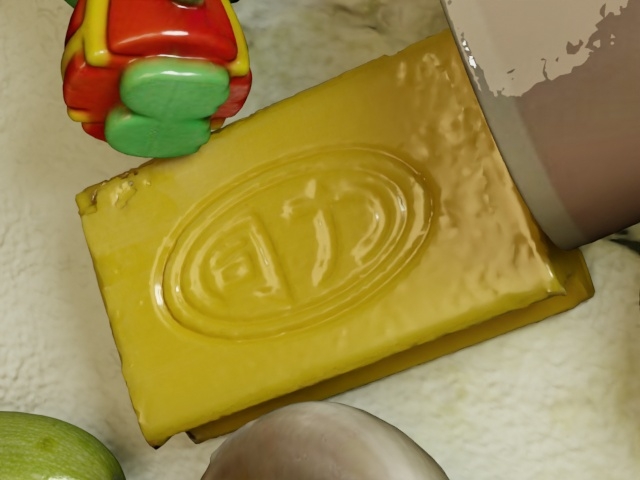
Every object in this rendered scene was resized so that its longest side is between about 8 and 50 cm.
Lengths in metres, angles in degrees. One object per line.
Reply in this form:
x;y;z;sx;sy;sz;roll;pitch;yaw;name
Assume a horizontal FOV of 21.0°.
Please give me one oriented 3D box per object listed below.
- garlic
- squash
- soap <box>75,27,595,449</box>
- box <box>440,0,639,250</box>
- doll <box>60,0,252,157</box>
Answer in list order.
0.005;0.241;1.109;0.325;0.132;0.279;-24;69;39;garlic
-0.251;0.186;1.256;0.247;0.132;0.132;-8;84;21;squash
-0.001;0.000;1.169;0.324;0.096;0.204;-23;79;21;soap
0.188;-0.165;1.007;0.216;0.301;0.301;-23;79;13;box
-0.119;-0.233;1.182;0.160;0.182;0.363;8;60;-9;doll
